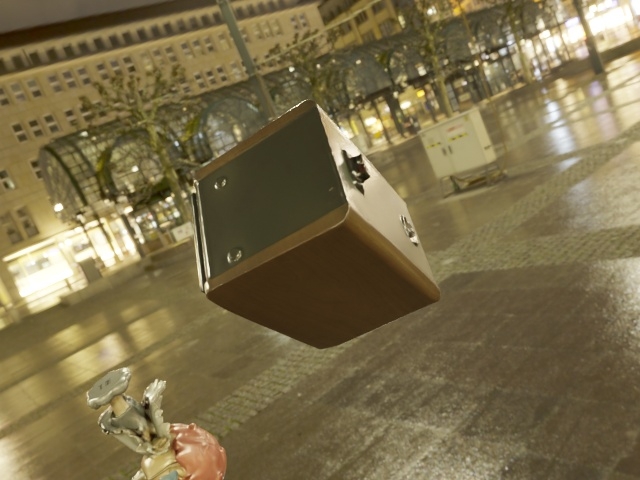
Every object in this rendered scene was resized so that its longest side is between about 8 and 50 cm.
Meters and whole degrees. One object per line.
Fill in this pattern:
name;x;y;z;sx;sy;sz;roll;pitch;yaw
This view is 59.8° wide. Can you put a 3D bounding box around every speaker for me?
speaker;0.000;0.000;0.605;0.192;0.153;0.231;-28;-36;18

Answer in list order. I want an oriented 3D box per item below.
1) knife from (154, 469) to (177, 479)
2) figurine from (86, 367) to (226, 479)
knife;-0.277;0.351;0.576;0.313;0.045;0.019;-36;17;-18
figurine;-0.289;0.411;1.067;0.166;0.387;0.207;-39;19;-18
